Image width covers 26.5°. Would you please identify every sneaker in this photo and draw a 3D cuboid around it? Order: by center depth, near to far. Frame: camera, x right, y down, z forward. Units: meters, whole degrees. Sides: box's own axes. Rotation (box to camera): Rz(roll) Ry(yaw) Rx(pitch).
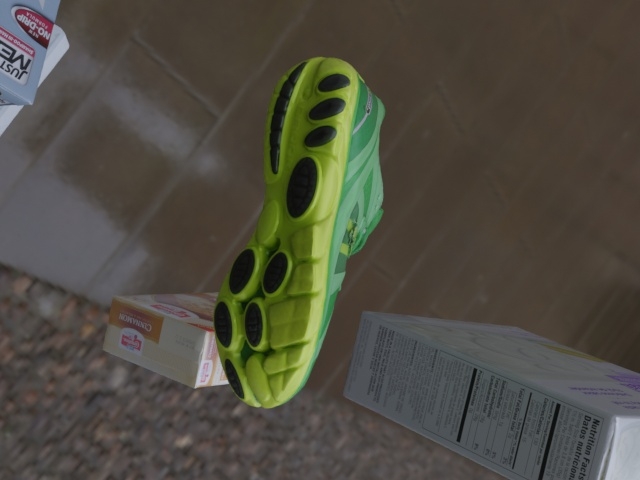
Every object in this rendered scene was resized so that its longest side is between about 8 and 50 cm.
[{"bbox_3d":[0.000,0.000,1.133,0.123,0.109,0.295,17,88,-51],"label":"sneaker"}]

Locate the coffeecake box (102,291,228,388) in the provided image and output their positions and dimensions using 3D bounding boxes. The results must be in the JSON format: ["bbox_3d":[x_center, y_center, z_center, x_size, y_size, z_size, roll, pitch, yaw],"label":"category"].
[{"bbox_3d":[-0.129,0.109,1.547,0.185,0.142,0.068,1,104,-55],"label":"coffeecake box"}]

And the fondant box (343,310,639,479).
[{"bbox_3d":[0.218,0.161,1.303,0.238,0.330,0.096,8,99,-40],"label":"fondant box"}]

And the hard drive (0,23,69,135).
[{"bbox_3d":[-0.483,-0.145,1.566,0.353,0.233,0.047,-58,159,-26],"label":"hard drive"}]

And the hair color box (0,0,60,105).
[{"bbox_3d":[-0.363,-0.328,1.444,0.113,0.185,0.374,33,62,-52],"label":"hair color box"}]
